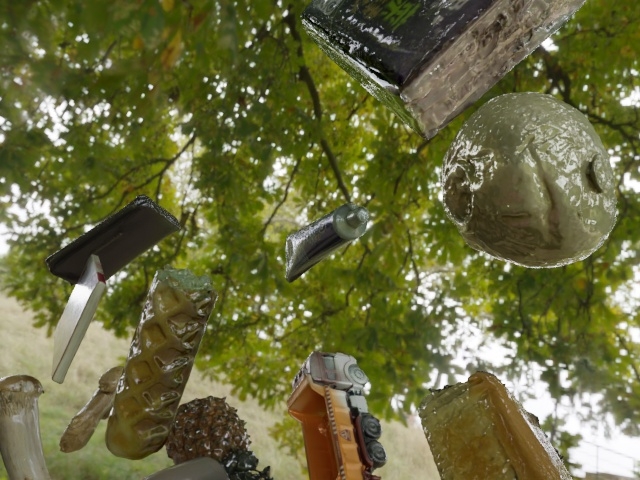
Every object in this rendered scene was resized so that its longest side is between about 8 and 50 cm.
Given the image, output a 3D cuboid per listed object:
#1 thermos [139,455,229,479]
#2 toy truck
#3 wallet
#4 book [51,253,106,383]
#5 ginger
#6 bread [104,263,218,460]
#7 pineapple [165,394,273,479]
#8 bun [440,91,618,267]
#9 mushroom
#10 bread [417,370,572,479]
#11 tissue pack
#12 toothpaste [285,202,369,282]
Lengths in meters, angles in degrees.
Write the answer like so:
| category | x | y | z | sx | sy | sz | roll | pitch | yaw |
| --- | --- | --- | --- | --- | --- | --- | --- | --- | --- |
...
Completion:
| category | x | y | z | sx | sy | sz | roll | pitch | yaw |
| --- | --- | --- | --- | --- | --- | --- | --- | --- | --- |
| thermos | -0.214 | 0.370 | 0.795 | 0.137 | 0.104 | 0.193 | -27 | -21 | 26 |
| toy truck | 0.022 | 0.322 | 0.982 | 0.135 | 0.270 | 0.114 | 17 | -54 | -24 |
| wallet | -0.407 | 0.011 | 1.118 | 0.250 | 0.044 | 0.149 | -34 | -26 | 0 |
| book | -0.395 | 0.117 | 0.926 | 0.022 | 0.162 | 0.232 | 26 | -2 | -25 |
| ginger | -0.452 | 0.351 | 1.182 | 0.059 | 0.214 | 0.133 | 23 | -32 | 9 |
| bread | -0.216 | 0.168 | 0.757 | 0.087 | 0.269 | 0.098 | 17 | 7 | -17 |
| pineapple | -0.154 | 0.431 | 0.991 | 0.364 | 0.165 | 0.165 | 42 | -6 | 44 |
| bun | 0.245 | -0.060 | 0.719 | 0.153 | 0.243 | 0.243 | -26 | -27 | -13 |
| mushroom | -0.435 | 0.301 | 0.838 | 0.071 | 0.209 | 0.084 | -12 | -3 | -38 |
| bread | 0.217 | 0.269 | 0.703 | 0.140 | 0.169 | 0.160 | -32 | -51 | 14 |
| tissue pack | 0.092 | -0.214 | 0.521 | 0.173 | 0.235 | 0.073 | -43 | -48 | 7 |
| toothpaste | -0.001 | -0.001 | 0.800 | 0.069 | 0.047 | 0.268 | 59 | -27 | 1 |
